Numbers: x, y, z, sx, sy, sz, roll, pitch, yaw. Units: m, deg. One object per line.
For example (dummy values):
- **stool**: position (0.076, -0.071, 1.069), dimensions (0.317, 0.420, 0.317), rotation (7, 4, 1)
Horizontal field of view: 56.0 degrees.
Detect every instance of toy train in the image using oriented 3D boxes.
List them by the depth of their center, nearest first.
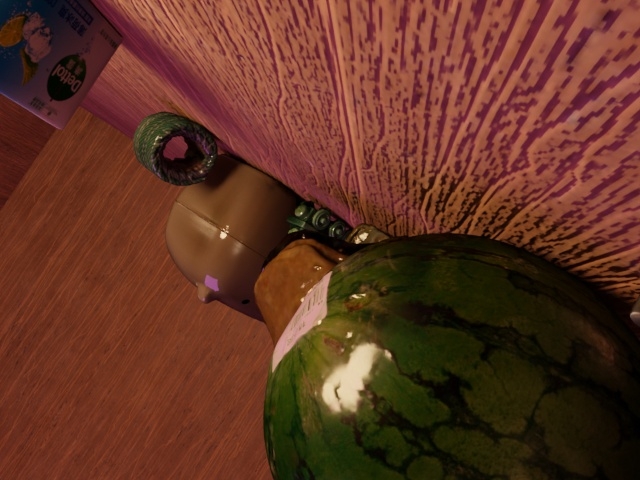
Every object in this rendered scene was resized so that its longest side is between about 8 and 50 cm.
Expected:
- **toy train**: position (0.000, 0.000, 1.129), dimensions (0.071, 0.111, 0.170), rotation (22, 170, 45)

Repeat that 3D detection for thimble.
- **thimble**: position (-0.261, -0.166, 1.082), dimensions (0.135, 0.118, 0.090), rotation (14, -164, -47)

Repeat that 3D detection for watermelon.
- **watermelon**: position (0.127, 0.168, 0.556), dimensions (0.363, 0.363, 0.363), rotation (32, 176, 3)

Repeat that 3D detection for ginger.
- **ginger**: position (0.035, 0.123, 0.833), dimensions (0.269, 0.200, 0.223), rotation (9, -149, -4)

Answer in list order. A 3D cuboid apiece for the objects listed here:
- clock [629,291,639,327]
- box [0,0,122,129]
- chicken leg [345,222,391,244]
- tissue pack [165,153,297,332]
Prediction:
- **clock**: position (0.326, 0.103, 0.270), dimensions (0.273, 0.049, 0.279), rotation (33, 176, -13)
- **box**: position (-0.318, -0.223, 0.654), dimensions (0.073, 0.139, 0.194), rotation (32, 176, 9)
- **chicken leg**: position (0.162, 0.103, 1.058), dimensions (0.201, 0.152, 0.429), rotation (11, 154, 44)
- **tissue pack**: position (-0.138, 0.021, 1.292), dimensions (0.267, 0.277, 0.387), rotation (33, 176, 37)
